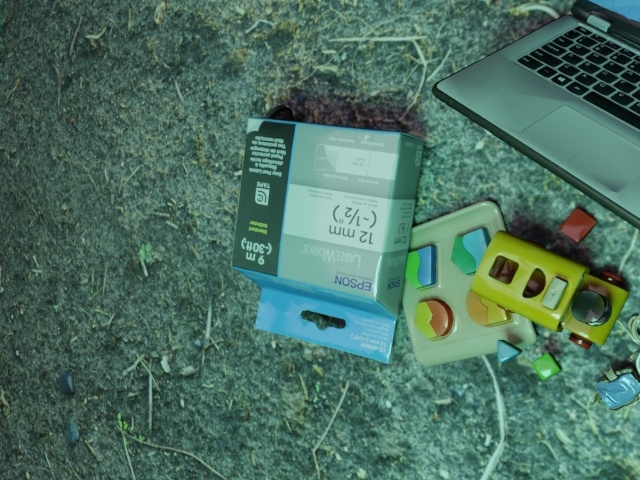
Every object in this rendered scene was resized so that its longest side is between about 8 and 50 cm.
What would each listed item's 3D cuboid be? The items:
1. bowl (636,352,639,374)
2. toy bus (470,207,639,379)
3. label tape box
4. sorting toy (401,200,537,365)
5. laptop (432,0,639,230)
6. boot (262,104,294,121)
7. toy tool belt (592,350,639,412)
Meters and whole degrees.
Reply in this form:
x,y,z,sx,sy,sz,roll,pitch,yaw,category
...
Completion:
x,y,z,sx,sy,sz,roll,pitch,yaw,category
0.448,0.142,0.706,0.142,0.053,0.142,51,121,25,bowl
0.288,0.064,0.779,0.202,0.104,0.190,-24,72,23,toy bus
0.000,0.000,0.964,0.249,0.115,0.347,11,96,26,label tape box
0.194,0.068,0.923,0.193,0.038,0.208,-22,78,38,sorting toy
0.400,-0.223,0.624,0.382,0.408,0.236,43,151,31,laptop
-0.017,-0.079,1.075,0.229,0.091,0.262,23,110,31,boot
0.369,0.174,0.773,0.083,0.051,0.052,-51,62,28,toy tool belt
